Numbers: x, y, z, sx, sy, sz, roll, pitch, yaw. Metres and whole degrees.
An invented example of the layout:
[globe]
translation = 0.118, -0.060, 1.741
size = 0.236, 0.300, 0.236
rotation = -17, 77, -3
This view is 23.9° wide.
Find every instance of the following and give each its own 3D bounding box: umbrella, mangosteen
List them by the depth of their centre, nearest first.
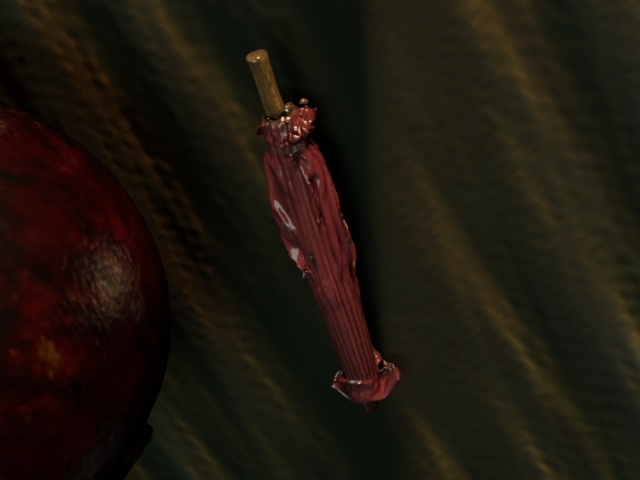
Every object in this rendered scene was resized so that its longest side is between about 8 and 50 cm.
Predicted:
[mangosteen]
translation = -0.156, 0.036, 0.562
size = 0.210, 0.210, 0.210
rotation = 14, 131, 17
[umbrella]
translation = 0.000, 0.000, 0.565
size = 0.025, 0.027, 0.165
rotation = 50, 161, 55
